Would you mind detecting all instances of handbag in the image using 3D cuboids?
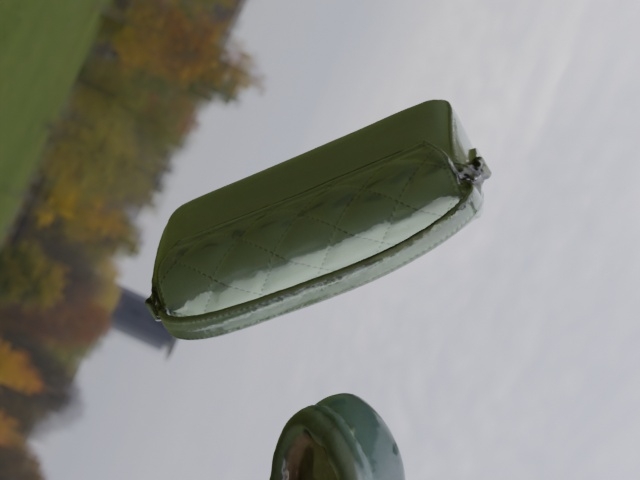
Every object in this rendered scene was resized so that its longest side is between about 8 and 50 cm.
[{"bbox_3d":[0.000,0.000,1.227,0.256,0.079,0.219,-23,-161,11],"label":"handbag"}]

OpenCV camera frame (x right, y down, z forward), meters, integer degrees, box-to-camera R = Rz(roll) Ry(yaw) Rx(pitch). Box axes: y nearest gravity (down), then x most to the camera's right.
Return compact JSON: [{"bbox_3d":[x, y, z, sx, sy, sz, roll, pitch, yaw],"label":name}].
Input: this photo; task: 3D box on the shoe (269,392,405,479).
[{"bbox_3d":[-0.019,0.150,0.703,0.079,0.078,0.195,48,-46,51],"label":"shoe"}]
